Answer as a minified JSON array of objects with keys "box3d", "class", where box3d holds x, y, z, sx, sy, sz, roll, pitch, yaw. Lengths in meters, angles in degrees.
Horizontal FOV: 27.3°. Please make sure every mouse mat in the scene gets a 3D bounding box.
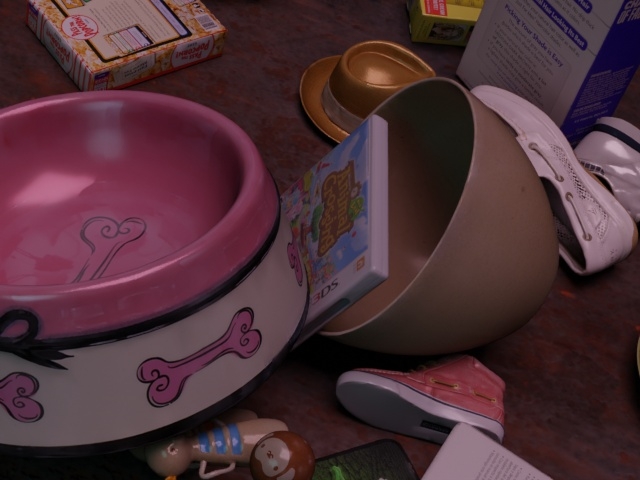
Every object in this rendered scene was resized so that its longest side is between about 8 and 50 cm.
[{"box3d":[0.048,0.278,1.232,0.153,0.007,0.189,-13,56,-26],"class":"mouse mat"}]

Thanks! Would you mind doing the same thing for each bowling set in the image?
[{"box3d":[-0.098,0.216,1.122,0.154,0.200,0.287,-2,47,-17],"class":"bowling set"}]

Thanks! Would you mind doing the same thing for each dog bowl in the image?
[{"box3d":[-0.215,0.005,1.204,0.408,0.150,0.408,-2,35,1],"class":"dog bowl"}]

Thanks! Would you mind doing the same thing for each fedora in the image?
[{"box3d":[0.075,-0.185,1.590,0.194,0.079,0.194,9,49,-10],"class":"fedora"}]

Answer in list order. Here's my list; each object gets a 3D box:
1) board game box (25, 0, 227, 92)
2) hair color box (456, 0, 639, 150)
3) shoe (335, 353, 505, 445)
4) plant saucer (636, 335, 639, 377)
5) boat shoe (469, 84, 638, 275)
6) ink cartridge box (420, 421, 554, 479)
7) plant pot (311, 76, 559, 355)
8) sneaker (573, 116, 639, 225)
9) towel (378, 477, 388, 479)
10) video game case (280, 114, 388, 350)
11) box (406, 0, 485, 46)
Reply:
[{"box3d":[-0.233,-0.258,1.584,0.193,0.045,0.147,-23,60,-32],"class":"board game box"},{"box3d":[0.297,-0.273,1.556,0.110,0.339,0.185,-19,58,-29],"class":"hair color box"},{"box3d":[0.103,0.150,1.324,0.178,0.063,0.081,20,46,-7],"class":"shoe"},{"box3d":[0.451,0.165,1.429,0.241,0.037,0.241,9,48,-10],"class":"plant saucer"},{"box3d":[0.244,-0.072,1.530,0.096,0.098,0.277,-27,63,-34],"class":"boat shoe"},{"box3d":[0.162,0.342,1.165,0.261,0.066,0.296,32,51,10],"class":"ink cartridge box"},{"box3d":[0.131,0.002,1.346,0.191,0.284,0.284,28,43,-27],"class":"plant pot"},{"box3d":[0.403,-0.047,1.577,0.235,0.090,0.095,35,79,3],"class":"sneaker"},{"box3d":[0.077,0.285,1.129,0.152,0.023,0.113,39,53,16],"class":"towel"},{"box3d":[0.000,0.000,1.339,0.023,0.193,0.212,29,42,-26],"class":"video game case"},{"box3d":[0.234,-0.301,1.744,0.232,0.058,0.087,5,59,-11],"class":"box"}]
